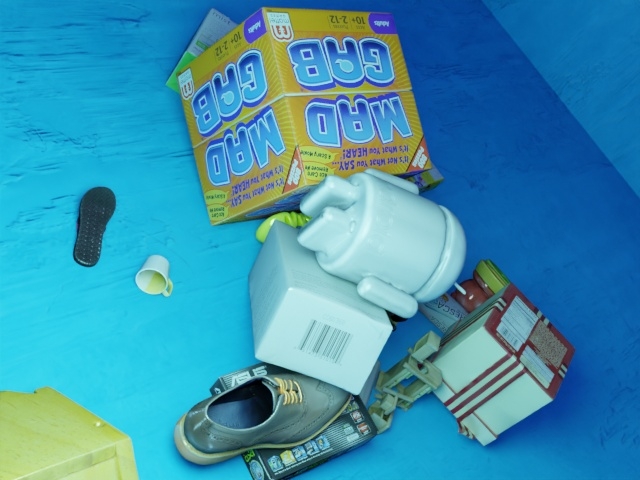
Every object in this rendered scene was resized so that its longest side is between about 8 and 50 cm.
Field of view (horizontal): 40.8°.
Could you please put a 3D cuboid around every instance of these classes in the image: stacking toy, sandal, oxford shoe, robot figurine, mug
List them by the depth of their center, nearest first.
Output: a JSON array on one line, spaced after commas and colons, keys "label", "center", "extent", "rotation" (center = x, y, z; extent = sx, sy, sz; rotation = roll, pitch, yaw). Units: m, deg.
[{"label": "oxford shoe", "center": [-0.072, 0.294, 1.516], "extent": [0.363, 0.133, 0.130], "rotation": [-14, 65, -38]}, {"label": "robot figurine", "center": [0.131, 0.000, 1.632], "extent": [0.353, 0.199, 0.300], "rotation": [21, 57, -26]}, {"label": "sandal", "center": [-0.442, -0.027, 1.662], "extent": [0.067, 0.040, 0.179], "rotation": [20, 58, -21]}, {"label": "mug", "center": [-0.321, 0.067, 1.675], "extent": [0.062, 0.078, 0.064], "rotation": [3, 35, 1]}, {"label": "sandal", "center": [0.000, 0.000, 1.979], "extent": [0.317, 0.126, 0.138], "rotation": [-15, 70, -39]}, {"label": "stacking toy", "center": [0.480, 0.194, 2.282], "extent": [0.309, 0.130, 0.279], "rotation": [49, 12, 1]}]

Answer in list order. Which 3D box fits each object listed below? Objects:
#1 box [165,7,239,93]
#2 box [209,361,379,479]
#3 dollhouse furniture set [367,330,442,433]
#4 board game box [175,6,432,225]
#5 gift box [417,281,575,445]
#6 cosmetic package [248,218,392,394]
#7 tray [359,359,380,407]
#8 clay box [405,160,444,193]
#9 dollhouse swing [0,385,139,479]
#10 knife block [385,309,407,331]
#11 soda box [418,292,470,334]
[{"label": "box", "center": [-0.217, -0.417, 2.146], "extent": [0.262, 0.127, 0.231], "rotation": [31, 39, -17]}, {"label": "box", "center": [-0.047, 0.326, 1.643], "extent": [0.270, 0.060, 0.216], "rotation": [-13, 65, -38]}, {"label": "dollhouse furniture set", "center": [0.199, 0.314, 1.809], "extent": [0.101, 0.182, 0.161], "rotation": [37, 38, -10]}, {"label": "board game box", "center": [-0.041, -0.262, 1.866], "extent": [0.356, 0.356, 0.357], "rotation": [-11, 84, -39]}, {"label": "gift box", "center": [0.372, 0.283, 1.933], "extent": [0.255, 0.258, 0.276], "rotation": [49, 39, 6]}, {"label": "cosmetic package", "center": [-0.014, 0.115, 1.684], "extent": [0.217, 0.156, 0.385], "rotation": [23, 14, -12]}, {"label": "tray", "center": [0.048, 0.301, 1.809], "extent": [0.145, 0.030, 0.270], "rotation": [37, 38, -8]}, {"label": "clay box", "center": [0.242, -0.188, 2.415], "extent": [0.222, 0.053, 0.127], "rotation": [-20, 71, -48]}, {"label": "dollhouse swing", "center": [-0.461, 0.428, 1.203], "extent": [0.315, 0.305, 0.346], "rotation": [18, 20, 39]}, {"label": "knife block", "center": [0.157, 0.115, 1.876], "extent": [0.088, 0.242, 0.276], "rotation": [42, 28, -2]}, {"label": "soda box", "center": [0.311, 0.181, 2.130], "extent": [0.183, 0.063, 0.058], "rotation": [43, 38, -2]}]
